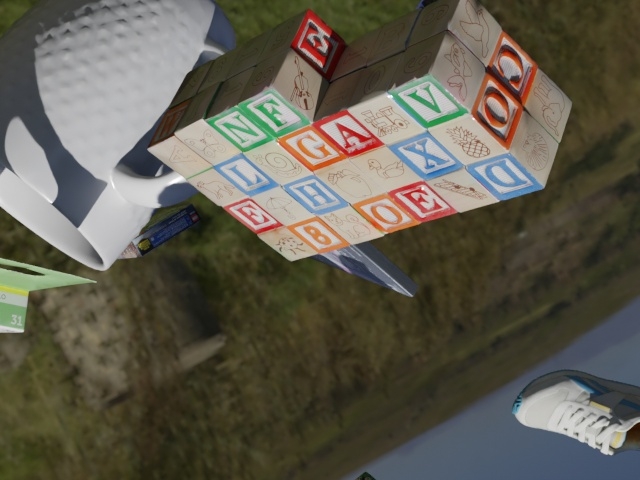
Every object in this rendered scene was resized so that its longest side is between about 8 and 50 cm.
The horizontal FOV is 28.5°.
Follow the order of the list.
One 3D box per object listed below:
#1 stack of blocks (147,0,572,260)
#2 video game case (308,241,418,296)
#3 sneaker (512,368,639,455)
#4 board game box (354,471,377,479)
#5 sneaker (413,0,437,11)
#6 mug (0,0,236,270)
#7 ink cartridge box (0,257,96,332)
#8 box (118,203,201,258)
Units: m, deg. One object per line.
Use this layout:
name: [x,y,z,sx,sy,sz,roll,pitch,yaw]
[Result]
stack of blocks: [0.022,-0.090,0.983,0.297,0.171,0.087,-16,-138,48]
video game case: [0.000,0.000,1.941,0.196,0.274,0.026,40,75,-44]
sneaker: [0.375,0.242,1.742,0.229,0.092,0.087,7,122,-19]
board game box: [-0.040,0.493,1.831,0.317,0.046,0.213,-44,-168,33]
sneaker: [0.118,-0.178,1.597,0.147,0.130,0.330,-55,-176,34]
mug: [-0.232,-0.159,1.506,0.328,0.374,0.276,-53,138,-15]
ink cartridge box: [-0.378,0.059,1.335,0.235,0.056,0.171,-4,166,40]
box: [-0.220,-0.011,1.660,0.094,0.027,0.137,-33,-170,-19]
